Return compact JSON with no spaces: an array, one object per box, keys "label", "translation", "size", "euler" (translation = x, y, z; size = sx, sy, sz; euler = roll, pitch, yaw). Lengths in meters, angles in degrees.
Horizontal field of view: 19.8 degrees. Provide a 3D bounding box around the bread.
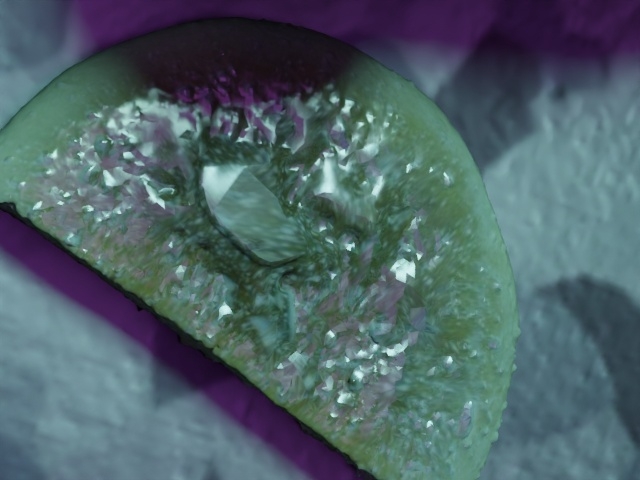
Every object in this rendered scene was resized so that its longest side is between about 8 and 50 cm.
[{"label":"bread","translation":[0.000,-0.005,0.577],"size":[0.193,0.036,0.112],"euler":[38,82,-18]}]
